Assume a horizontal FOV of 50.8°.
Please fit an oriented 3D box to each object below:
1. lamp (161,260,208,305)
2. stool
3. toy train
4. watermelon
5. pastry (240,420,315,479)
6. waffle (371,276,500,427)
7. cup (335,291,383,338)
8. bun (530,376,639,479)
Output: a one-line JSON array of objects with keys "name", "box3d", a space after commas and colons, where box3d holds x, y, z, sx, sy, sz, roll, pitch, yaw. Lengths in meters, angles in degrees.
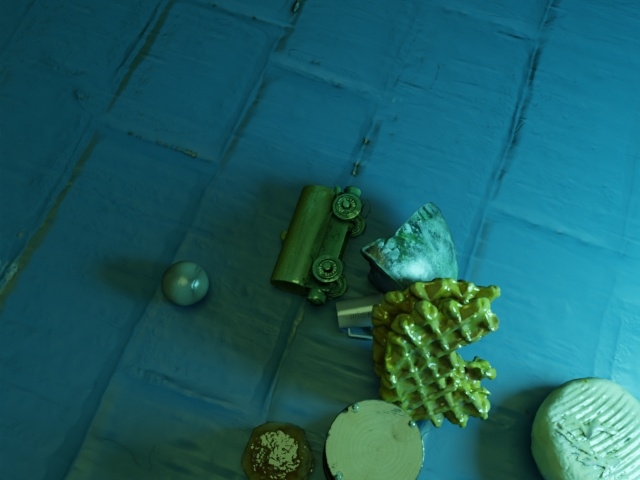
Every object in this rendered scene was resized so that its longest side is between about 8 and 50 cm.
[{"name": "lamp", "box3d": [-0.304, 0.097, 1.515, 0.105, 0.105, 0.105, 0, 68, -1]}, {"name": "stool", "box3d": [0.094, 0.416, 1.308, 0.179, 0.264, 0.179, 1, 68, -1]}, {"name": "toy train", "box3d": [-0.002, -0.004, 1.548, 0.190, 0.126, 0.307, 16, 69, 6]}, {"name": "watermelon", "box3d": [0.191, 0.033, 1.508, 0.320, 0.214, 0.289, 37, 59, -35]}, {"name": "pastry", "box3d": [-0.089, 0.448, 1.390, 0.153, 0.081, 0.153, 2, 70, -5]}, {"name": "waffle", "box3d": [0.237, 0.227, 1.368, 0.261, 0.324, 0.151, -6, 29, 1]}, {"name": "cup", "box3d": [0.097, 0.176, 1.516, 0.116, 0.074, 0.104, -9, 97, -1]}, {"name": "bun", "box3d": [0.556, 0.417, 1.375, 0.273, 0.168, 0.272, 2, 56, -2]}]
